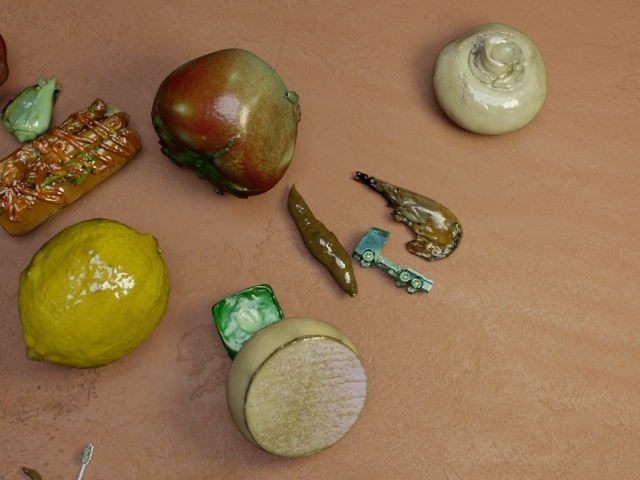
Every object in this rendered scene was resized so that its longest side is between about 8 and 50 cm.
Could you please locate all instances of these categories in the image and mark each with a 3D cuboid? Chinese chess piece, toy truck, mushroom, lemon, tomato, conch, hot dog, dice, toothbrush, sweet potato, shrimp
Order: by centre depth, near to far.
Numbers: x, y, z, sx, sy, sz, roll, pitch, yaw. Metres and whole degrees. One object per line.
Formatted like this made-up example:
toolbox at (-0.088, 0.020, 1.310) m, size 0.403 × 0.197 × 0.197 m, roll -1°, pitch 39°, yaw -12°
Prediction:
Chinese chess piece at (-0.044, 0.277, 1.790) m, size 0.270 × 0.112 × 0.270 m, roll -8°, pitch 112°, yaw -21°
lemon at (-0.435, 0.101, 1.804) m, size 0.321 × 0.268 × 0.268 m, roll -36°, pitch 81°, yaw -8°
toothbrush at (-0.482, 0.517, 1.820) m, size 0.018 × 0.024 × 0.257 m, roll 16°, pitch 78°, yaw 1°
sweet potato at (-0.535, 0.478, 1.826) m, size 0.026 × 0.026 × 0.115 m, roll -34°, pitch 78°, yaw -10°
dice at (-0.135, 0.166, 1.871) m, size 0.130 × 0.120 × 0.128 m, roll -23°, pitch 80°, yaw -5°
tomato at (-0.176, -0.238, 1.880) m, size 0.303 × 0.303 × 0.239 m, roll 33°, pitch 74°, yaw 5°
hot dog at (-0.530, -0.154, 1.929) m, size 0.348 × 0.117 × 0.158 m, roll -35°, pitch 81°, yaw -10°
toy truck at (0.156, 0.041, 1.941) m, size 0.175 × 0.067 × 0.081 m, roll 29°, pitch 76°, yaw 4°
sweet potato at (0.000, 0.000, 1.947) m, size 0.067 × 0.067 × 0.274 m, roll -31°, pitch 78°, yaw -9°
shrimp at (0.172, -0.053, 1.966) m, size 0.262 × 0.066 × 0.117 m, roll 26°, pitch 77°, yaw 6°
mushroom at (0.358, -0.347, 1.978) m, size 0.246 × 0.202 × 0.246 m, roll 1°, pitch 66°, yaw -2°
conch at (-0.607, -0.278, 1.982) m, size 0.105 × 0.079 × 0.170 m, roll 16°, pitch 61°, yaw -5°

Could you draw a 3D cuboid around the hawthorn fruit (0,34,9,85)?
hawthorn fruit at (-0.755, -0.378, 1.901) m, size 0.208 × 0.248 × 0.208 m, roll -17°, pitch 55°, yaw 26°
